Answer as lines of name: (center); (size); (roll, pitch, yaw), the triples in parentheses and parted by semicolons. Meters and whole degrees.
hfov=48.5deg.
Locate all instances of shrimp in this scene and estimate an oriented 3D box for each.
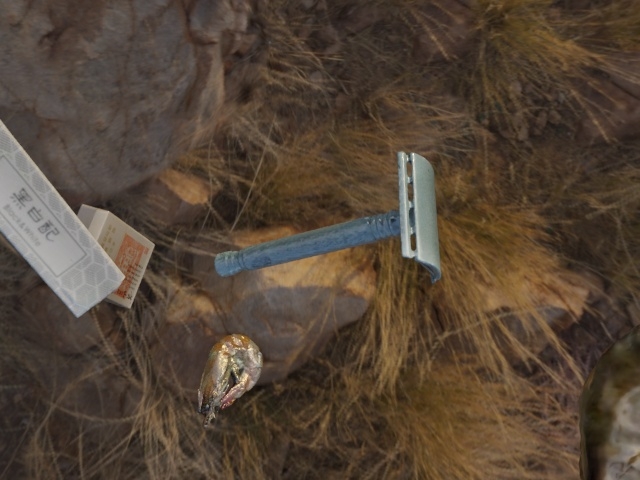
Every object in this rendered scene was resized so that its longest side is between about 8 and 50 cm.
shrimp: (-0.165, 0.248, 1.260); (0.101, 0.190, 0.042); (30, 143, -7)

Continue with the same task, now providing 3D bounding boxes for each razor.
razor: (0.000, 0.000, 0.674); (0.232, 0.106, 0.068); (-13, 151, 28)

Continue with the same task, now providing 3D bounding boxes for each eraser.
eraser: (-0.427, -0.075, 0.967); (0.096, 0.098, 0.403); (-39, 123, -16)

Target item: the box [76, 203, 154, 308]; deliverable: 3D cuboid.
box: (-0.384, 0.034, 1.278); (0.058, 0.201, 0.140); (15, 75, 14)

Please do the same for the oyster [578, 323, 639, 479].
oyster: (0.136, 0.213, 0.348); (0.111, 0.396, 0.204); (18, 150, 20)
